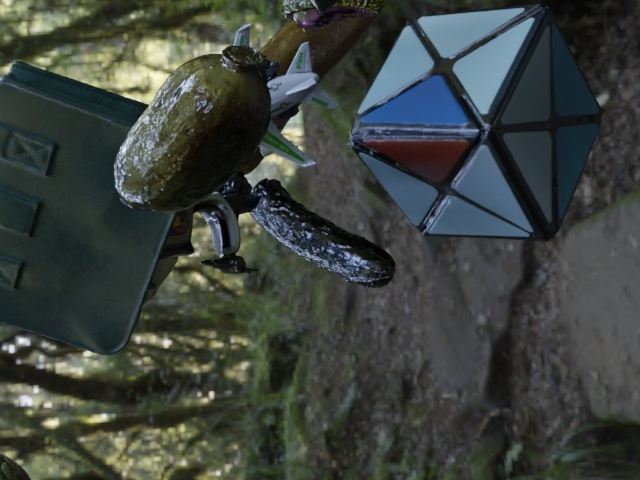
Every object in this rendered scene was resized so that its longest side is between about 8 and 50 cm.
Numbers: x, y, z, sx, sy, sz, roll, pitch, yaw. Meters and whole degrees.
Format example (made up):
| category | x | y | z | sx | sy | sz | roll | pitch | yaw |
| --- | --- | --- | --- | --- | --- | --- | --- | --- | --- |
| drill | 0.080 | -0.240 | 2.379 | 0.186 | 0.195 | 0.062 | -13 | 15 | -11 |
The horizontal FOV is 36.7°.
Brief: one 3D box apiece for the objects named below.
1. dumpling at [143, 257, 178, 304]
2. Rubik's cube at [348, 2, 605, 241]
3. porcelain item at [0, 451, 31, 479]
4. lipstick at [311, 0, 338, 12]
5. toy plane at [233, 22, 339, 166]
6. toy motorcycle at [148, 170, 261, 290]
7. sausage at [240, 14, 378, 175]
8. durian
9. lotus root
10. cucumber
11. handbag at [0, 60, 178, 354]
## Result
| category | x | y | z | sx | sy | sz | roll | pitch | yaw |
| --- | --- | --- | --- | --- | --- | --- | --- | --- | --- |
| dumpling | -0.311 | 0.061 | 1.418 | 0.250 | 0.162 | 0.132 | -56 | 35 | 21 |
| Rubik's cube | 0.228 | -0.165 | 1.396 | 0.248 | 0.250 | 0.246 | 50 | -122 | -40 |
| porcelain item | -0.572 | 0.472 | 1.585 | 0.253 | 0.252 | 0.253 | -4 | -90 | -90 |
| lipstick | 0.107 | -0.337 | 0.921 | 0.051 | 0.312 | 0.051 | 54 | -178 | 27 |
| toy plane | -0.107 | -0.219 | 1.581 | 0.101 | 0.255 | 0.251 | -86 | -28 | -69 |
| toy motorcycle | -0.189 | -0.012 | 1.335 | 0.091 | 0.263 | 0.157 | -14 | 89 | 55 |
| sausage | -0.054 | -0.312 | 1.749 | 0.501 | 0.136 | 0.123 | -52 | -49 | -21 |
| durian | 0.000 | -0.376 | 1.438 | 0.186 | 0.108 | 0.119 | 0 | 101 | 49 |
| lotus root | -0.101 | -0.082 | 0.774 | 0.179 | 0.089 | 0.081 | -47 | 41 | 27 |
| cucumber | 0.000 | 0.000 | 1.421 | 0.303 | 0.072 | 0.081 | 35 | 122 | 42 |
| handbag | -0.296 | -0.029 | 1.129 | 0.089 | 0.238 | 0.326 | -91 | 24 | -57 |
